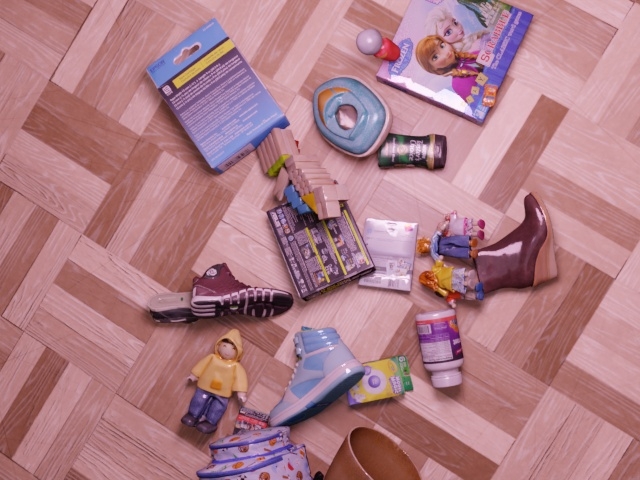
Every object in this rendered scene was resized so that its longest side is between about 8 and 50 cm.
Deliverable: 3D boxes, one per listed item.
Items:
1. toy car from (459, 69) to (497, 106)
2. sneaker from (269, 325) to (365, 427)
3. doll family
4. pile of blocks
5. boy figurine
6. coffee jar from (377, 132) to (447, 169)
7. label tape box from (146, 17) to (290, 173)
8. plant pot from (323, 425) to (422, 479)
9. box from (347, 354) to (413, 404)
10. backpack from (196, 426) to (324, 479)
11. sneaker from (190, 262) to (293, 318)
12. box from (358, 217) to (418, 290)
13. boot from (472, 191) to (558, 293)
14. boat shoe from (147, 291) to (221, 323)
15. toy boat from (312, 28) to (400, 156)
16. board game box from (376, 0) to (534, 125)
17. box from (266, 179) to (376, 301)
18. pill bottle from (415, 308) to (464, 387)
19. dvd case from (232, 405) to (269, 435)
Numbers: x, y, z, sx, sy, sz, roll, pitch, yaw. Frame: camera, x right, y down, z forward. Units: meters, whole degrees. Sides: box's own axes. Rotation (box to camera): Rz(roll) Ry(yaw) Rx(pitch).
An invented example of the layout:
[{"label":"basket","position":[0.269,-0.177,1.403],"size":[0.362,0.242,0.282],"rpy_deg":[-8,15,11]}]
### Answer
[{"label":"toy car","position":[0.410,-0.399,1.817],"size":[0.122,0.040,0.060],"rpy_deg":[27,91,6]},{"label":"sneaker","position":[-0.043,0.355,1.877],"size":[0.319,0.127,0.208],"rpy_deg":[-39,62,18]},{"label":"doll family","position":[0.330,0.046,1.818],"size":[0.163,0.118,0.262],"rpy_deg":[0,86,40]},{"label":"pile of blocks","position":[-0.038,-0.160,1.861],"size":[0.362,0.113,0.149],"rpy_deg":[52,131,35]},{"label":"boy figurine","position":[-0.275,0.384,1.908],"size":[0.177,0.092,0.285],"rpy_deg":[25,94,10]},{"label":"coffee jar","position":[0.249,-0.242,1.876],"size":[0.185,0.079,0.096],"rpy_deg":[2,88,7]},{"label":"label tape box","position":[-0.285,-0.400,1.936],"size":[0.249,0.115,0.347],"rpy_deg":[-35,81,4]},{"label":"plant pot","position":[0.098,0.656,1.799],"size":[0.237,0.237,0.254],"rpy_deg":[38,108,7]},{"label":"box","position":[0.156,0.377,1.878],"size":[0.179,0.043,0.105],"rpy_deg":[-14,86,5]},{"label":"backpack","position":[-0.177,0.593,1.766],"size":[0.277,0.263,0.213],"rpy_deg":[-22,85,25]},{"label":"sneaker","position":[-0.220,0.123,1.911],"size":[0.281,0.106,0.162],"rpy_deg":[1,45,-17]},{"label":"box","position":[0.185,0.037,1.892],"size":[0.145,0.038,0.186],"rpy_deg":[6,89,8]},{"label":"boot","position":[0.503,0.008,1.827],"size":[0.207,0.090,0.248],"rpy_deg":[-11,90,4]},{"label":"boat shoe","position":[-0.361,0.193,1.945],"size":[0.233,0.084,0.079],"rpy_deg":[-1,125,0]},{"label":"toy boat","position":[0.093,-0.394,1.822],"size":[0.267,0.148,0.318],"rpy_deg":[39,111,34]},{"label":"board game box","position":[0.360,-0.520,1.881],"size":[0.318,0.066,0.318],"rpy_deg":[25,91,8]},{"label":"box","position":[0.000,0.000,1.880],"size":[0.216,0.060,0.270],"rpy_deg":[-25,73,5]},{"label":"pill bottle","position":[0.318,0.283,1.828],"size":[0.108,0.108,0.193],"rpy_deg":[-10,87,7]},{"label":"dvd case","position":[-0.197,0.530,1.929],"size":[0.087,0.013,0.119],"rpy_deg":[15,88,8]}]
